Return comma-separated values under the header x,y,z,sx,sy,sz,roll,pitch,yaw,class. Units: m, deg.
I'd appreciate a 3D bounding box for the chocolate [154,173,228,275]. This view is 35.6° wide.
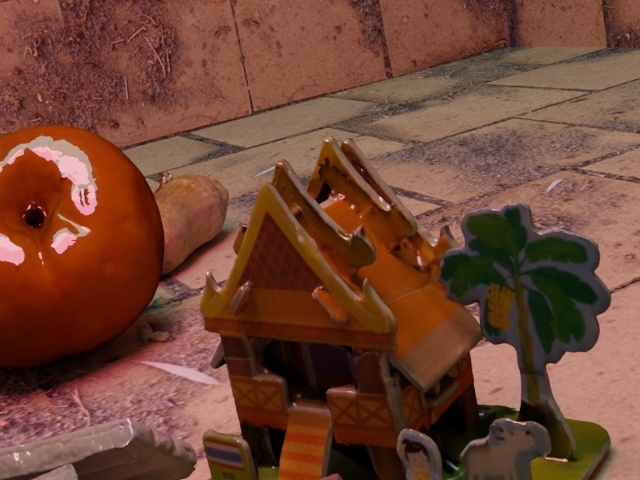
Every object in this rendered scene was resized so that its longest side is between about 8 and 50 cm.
x,y,z,sx,sy,sz,roll,pitch,yaw,class
-0.255,-0.028,1.722,0.134,0.134,0.309,-4,21,23,chocolate

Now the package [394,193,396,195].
x,y,z,sx,sy,sz,roll,pitch,yaw,class
0.009,-0.064,1.830,0.239,0.030,0.154,-14,18,-9,package

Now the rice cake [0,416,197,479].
x,y,z,sx,sy,sz,roll,pitch,yaw,class
-0.244,0.214,0.923,0.237,0.043,0.127,-14,-29,16,rice cake

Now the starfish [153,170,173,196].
x,y,z,sx,sy,sz,roll,pitch,yaw,class
-0.352,-0.044,1.879,0.231,0.048,0.295,-46,12,-8,starfish

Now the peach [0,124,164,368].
x,y,z,sx,sy,sz,roll,pitch,yaw,class
-0.379,0.014,1.357,0.342,0.343,0.302,-16,-27,-17,peach

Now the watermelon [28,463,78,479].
x,y,z,sx,sy,sz,roll,pitch,yaw,class
-0.296,0.290,0.791,0.241,0.094,0.154,-15,27,-9,watermelon

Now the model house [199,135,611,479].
x,y,z,sx,sy,sz,roll,pitch,yaw,class
0.052,0.078,0.849,0.357,0.313,0.242,3,24,37,model house

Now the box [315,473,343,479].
x,y,z,sx,sy,sz,roll,pitch,yaw,class
-0.092,0.235,0.645,0.215,0.086,0.215,-15,-17,-16,box
